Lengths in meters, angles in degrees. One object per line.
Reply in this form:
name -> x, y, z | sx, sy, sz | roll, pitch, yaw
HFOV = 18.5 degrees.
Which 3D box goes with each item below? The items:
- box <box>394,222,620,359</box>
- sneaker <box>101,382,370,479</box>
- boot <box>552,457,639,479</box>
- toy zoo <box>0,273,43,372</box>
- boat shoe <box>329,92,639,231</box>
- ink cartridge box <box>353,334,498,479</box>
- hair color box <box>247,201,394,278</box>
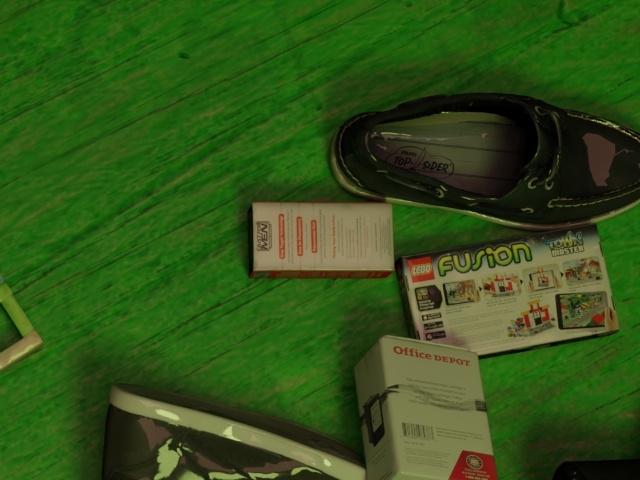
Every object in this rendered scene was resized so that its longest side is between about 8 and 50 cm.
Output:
box -> 0.186, 0.056, 1.960 | 0.207, 0.036, 0.114 | -9, 80, -10
sneaker -> -0.078, 0.241, 1.861 | 0.295, 0.104, 0.147 | 16, 94, -14
boot -> 0.315, 0.212, 1.881 | 0.207, 0.094, 0.247 | 0, 73, -29
toy zoo -> -0.423, 0.028, 1.879 | 0.192, 0.030, 0.293 | -33, 85, -13
boat shoe -> 0.184, -0.088, 1.949 | 0.340, 0.113, 0.127 | 8, 77, -7
ink cartridge box -> 0.099, 0.174, 1.859 | 0.109, 0.063, 0.150 | 11, 52, -24
hair color box -> 0.000, 0.000, 1.940 | 0.141, 0.043, 0.072 | 1, 79, -9
